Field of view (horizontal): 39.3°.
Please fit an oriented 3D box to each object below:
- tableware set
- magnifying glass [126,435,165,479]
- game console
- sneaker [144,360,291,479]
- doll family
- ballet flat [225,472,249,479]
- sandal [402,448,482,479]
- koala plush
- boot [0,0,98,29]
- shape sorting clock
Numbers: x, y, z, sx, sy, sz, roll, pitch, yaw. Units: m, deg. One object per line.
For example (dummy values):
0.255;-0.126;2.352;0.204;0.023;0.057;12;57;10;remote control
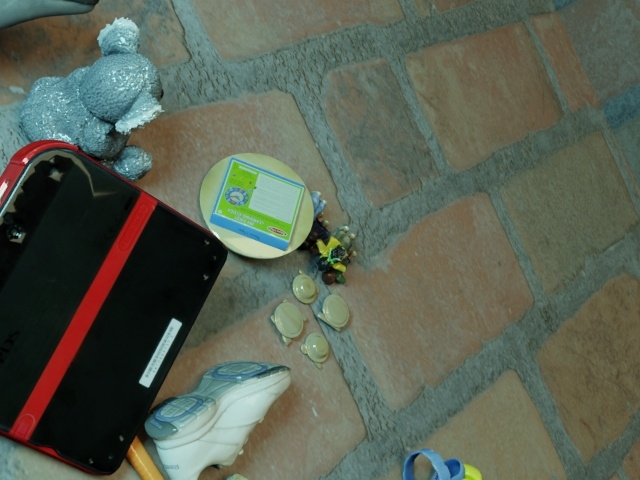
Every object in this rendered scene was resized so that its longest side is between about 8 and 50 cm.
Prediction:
-0.016;0.138;1.622;0.141;0.020;0.169;46;48;-18;tableware set
-0.225;0.383;1.322;0.092;0.026;0.231;-39;100;-45;magnifying glass
-0.340;0.092;1.234;0.342;0.060;0.387;35;74;-33;game console
-0.151;0.275;1.397;0.297;0.111;0.129;-25;112;-48;sneaker
0.000;0.000;1.661;0.193;0.076;0.111;47;52;-11;doll family
-0.076;0.432;1.413;0.206;0.073;0.067;44;34;-25;ballet flat
0.179;0.496;1.593;0.138;0.126;0.317;46;40;-14;sandal
-0.317;-0.208;1.341;0.203;0.221;0.196;-2;75;-43;koala plush
-0.482;-0.284;1.232;0.338;0.223;0.118;-7;45;-37;boot
-0.111;-0.061;1.573;0.206;0.040;0.206;11;58;-17;shape sorting clock
